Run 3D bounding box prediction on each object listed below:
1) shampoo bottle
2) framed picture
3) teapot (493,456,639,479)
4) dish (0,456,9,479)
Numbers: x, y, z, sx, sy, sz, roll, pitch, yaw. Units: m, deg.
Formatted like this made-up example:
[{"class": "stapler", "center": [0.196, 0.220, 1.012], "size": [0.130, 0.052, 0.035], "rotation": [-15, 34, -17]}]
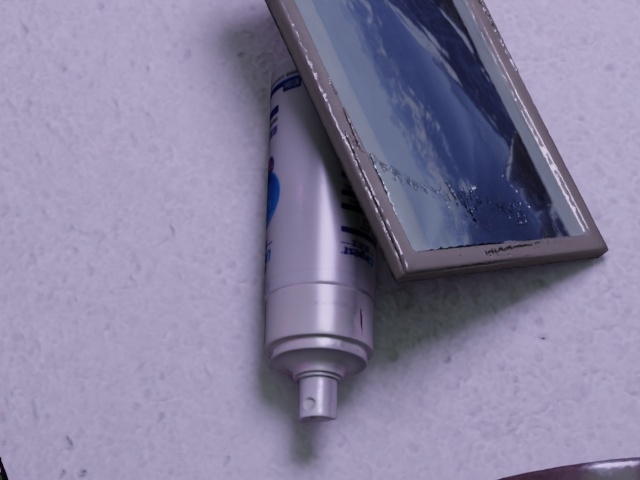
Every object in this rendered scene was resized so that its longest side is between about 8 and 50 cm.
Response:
[{"class": "shampoo bottle", "center": [0.000, 0.000, 1.337], "size": [0.092, 0.092, 0.303], "rotation": [4, 67, -5]}, {"class": "framed picture", "center": [0.085, -0.123, 1.373], "size": [0.247, 0.022, 0.335], "rotation": [-5, 63, -42]}, {"class": "teapot", "center": [0.174, 0.326, 1.162], "size": [0.315, 0.233, 0.312], "rotation": [-13, 70, 20]}, {"class": "dish", "center": [-0.278, 0.285, 1.185], "size": [0.182, 0.080, 0.243], "rotation": [-20, 73, -13]}]
